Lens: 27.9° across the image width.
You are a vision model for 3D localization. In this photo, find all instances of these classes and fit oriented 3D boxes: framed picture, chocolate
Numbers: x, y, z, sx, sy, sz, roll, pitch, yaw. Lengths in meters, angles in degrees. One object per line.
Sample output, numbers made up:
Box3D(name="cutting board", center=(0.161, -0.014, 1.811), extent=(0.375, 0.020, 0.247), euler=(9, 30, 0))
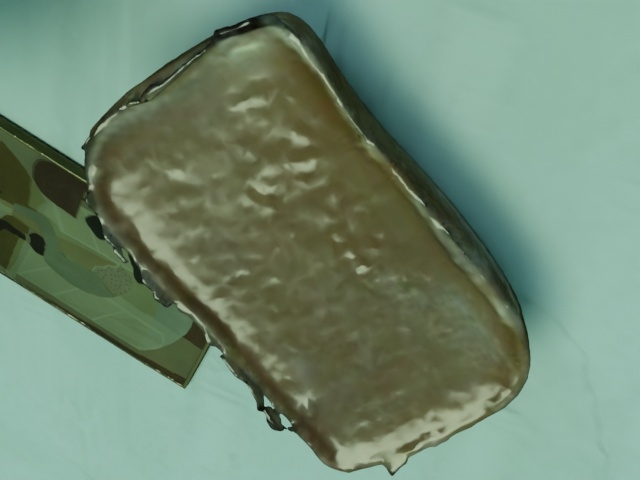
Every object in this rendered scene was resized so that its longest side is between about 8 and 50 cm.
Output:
Box3D(name="framed picture", center=(-0.152, 0.008, 0.833), extent=(0.201, 0.010, 0.136), euler=(33, 137, 1))
Box3D(name="chocolate", center=(-0.001, -0.001, 0.683), extent=(0.161, 0.083, 0.261), euler=(-27, 113, 25))
